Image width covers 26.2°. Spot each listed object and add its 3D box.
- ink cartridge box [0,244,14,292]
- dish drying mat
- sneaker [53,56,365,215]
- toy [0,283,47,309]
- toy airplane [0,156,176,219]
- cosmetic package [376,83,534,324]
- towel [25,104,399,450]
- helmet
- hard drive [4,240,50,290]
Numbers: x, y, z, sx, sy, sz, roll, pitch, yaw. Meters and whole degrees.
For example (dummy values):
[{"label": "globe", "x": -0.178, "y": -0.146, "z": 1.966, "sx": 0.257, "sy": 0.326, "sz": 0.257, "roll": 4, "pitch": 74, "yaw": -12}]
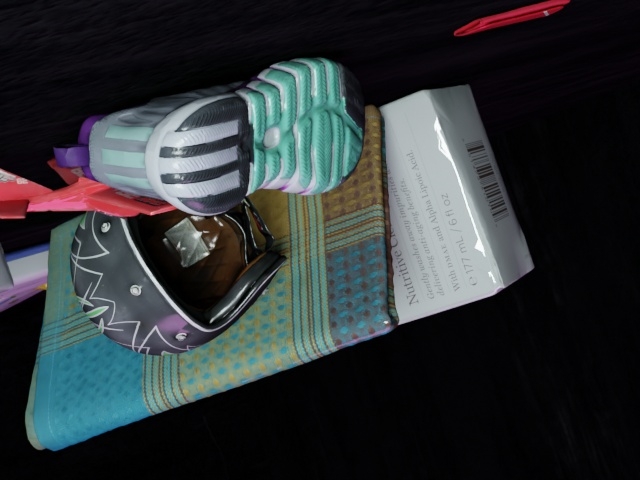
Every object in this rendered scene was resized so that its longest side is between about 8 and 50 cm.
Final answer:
[{"label": "ink cartridge box", "x": -0.364, "y": 0.046, "z": 1.038, "sx": 0.165, "sy": 0.065, "sz": 0.332, "roll": -19, "pitch": -179, "yaw": 5}, {"label": "dish drying mat", "x": 0.133, "y": -0.154, "z": 0.949, "sx": 0.083, "sy": 0.008, "sz": 0.032, "roll": -19, "pitch": -179, "yaw": -31}, {"label": "sneaker", "x": -0.055, "y": -0.068, "z": 0.807, "sx": 0.098, "sy": 0.083, "sz": 0.223, "roll": 8, "pitch": -169, "yaw": 27}, {"label": "toy", "x": -0.462, "y": 0.079, "z": 1.892, "sx": 0.237, "sy": 0.056, "sz": 0.137, "roll": -24, "pitch": 176, "yaw": 2}, {"label": "toy airplane", "x": -0.143, "y": -0.027, "z": 0.806, "sx": 0.151, "sy": 0.028, "sz": 0.151, "roll": 9, "pitch": -169, "yaw": -2}, {"label": "cosmetic package", "x": 0.000, "y": 0.000, "z": 1.433, "sx": 0.385, "sy": 0.217, "sz": 0.156, "roll": -21, "pitch": 179, "yaw": 23}, {"label": "towel", "x": -0.102, "y": 0.034, "z": 1.265, "sx": 0.370, "sy": 0.271, "sz": 0.040, "roll": -20, "pitch": 136, "yaw": 20}, {"label": "helmet", "x": -0.129, "y": 0.017, "z": 1.146, "sx": 0.161, "sy": 0.169, "sz": 0.169, "roll": -36, "pitch": -174, "yaw": -19}, {"label": "hard drive", "x": -0.411, "y": 0.053, "z": 1.625, "sx": 0.210, "sy": 0.040, "sz": 0.318, "roll": -19, "pitch": 180, "yaw": 39}]
